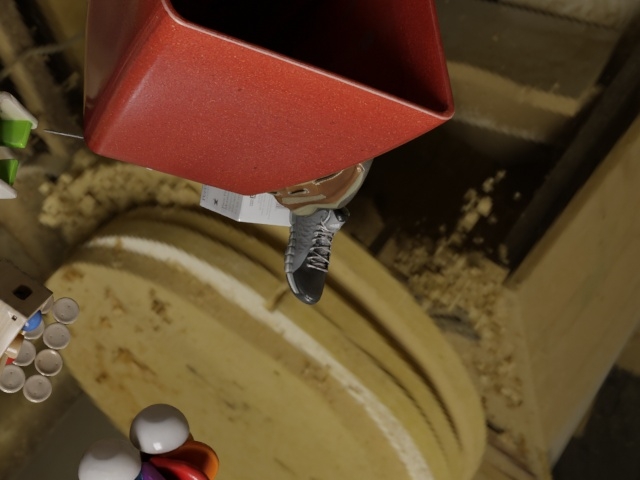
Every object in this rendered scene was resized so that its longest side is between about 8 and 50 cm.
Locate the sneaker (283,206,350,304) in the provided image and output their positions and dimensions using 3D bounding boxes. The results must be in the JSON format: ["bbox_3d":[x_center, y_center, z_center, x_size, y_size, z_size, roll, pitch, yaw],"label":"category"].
[{"bbox_3d":[0.000,0.000,2.076,0.086,0.229,0.132,18,147,-37],"label":"sneaker"}]

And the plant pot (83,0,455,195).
[{"bbox_3d":[-0.076,-0.188,0.952,0.267,0.267,0.235,15,145,-33],"label":"plant pot"}]

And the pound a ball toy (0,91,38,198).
[{"bbox_3d":[-0.571,-0.181,1.562,0.319,0.208,0.136,3,159,21],"label":"pound a ball toy"}]

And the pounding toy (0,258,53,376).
[{"bbox_3d":[-0.368,0.114,1.220,0.100,0.130,0.141,36,-169,-6],"label":"pounding toy"}]

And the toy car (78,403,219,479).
[{"bbox_3d":[-0.203,0.309,1.352,0.136,0.182,0.159,25,133,35],"label":"toy car"}]

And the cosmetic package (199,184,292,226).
[{"bbox_3d":[-0.134,-0.122,2.238,0.183,0.151,0.151,20,102,56],"label":"cosmetic package"}]

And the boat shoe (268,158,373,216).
[{"bbox_3d":[-0.014,-0.121,1.908,0.119,0.123,0.324,25,157,-19],"label":"boat shoe"}]

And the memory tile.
[{"bbox_3d":[-0.388,0.130,1.438,0.113,0.148,0.012,22,158,-16],"label":"memory tile"}]

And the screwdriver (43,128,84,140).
[{"bbox_3d":[-0.365,-0.158,1.660,0.169,0.024,0.025,12,174,42],"label":"screwdriver"}]
